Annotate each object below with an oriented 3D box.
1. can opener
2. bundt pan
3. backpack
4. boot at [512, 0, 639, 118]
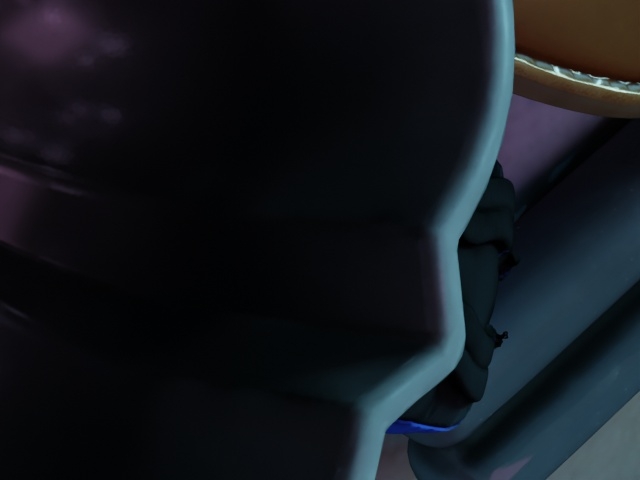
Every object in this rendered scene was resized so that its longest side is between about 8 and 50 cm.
[{"bbox_3d":[0.146,-0.013,0.557,0.283,0.095,0.076,-40,126,-15],"label":"can opener"},{"bbox_3d":[-0.125,-0.048,0.321,0.331,0.124,0.331,1,88,-36],"label":"bundt pan"},{"bbox_3d":[0.000,0.000,0.476,0.120,0.101,0.098,23,80,-62],"label":"backpack"},{"bbox_3d":[0.144,-0.134,0.422,0.283,0.109,0.220,4,141,-18],"label":"boot"}]
